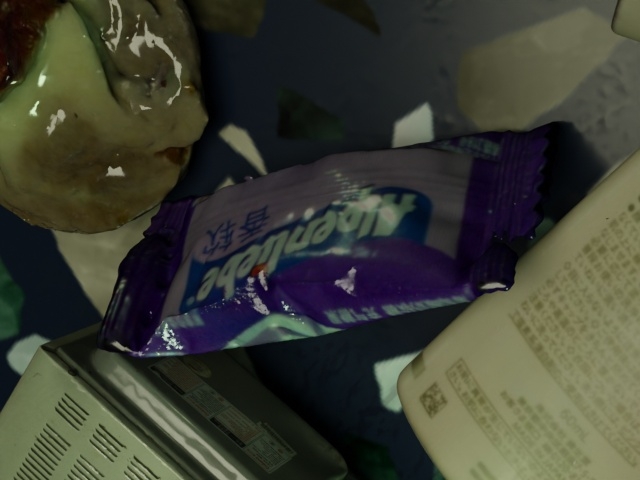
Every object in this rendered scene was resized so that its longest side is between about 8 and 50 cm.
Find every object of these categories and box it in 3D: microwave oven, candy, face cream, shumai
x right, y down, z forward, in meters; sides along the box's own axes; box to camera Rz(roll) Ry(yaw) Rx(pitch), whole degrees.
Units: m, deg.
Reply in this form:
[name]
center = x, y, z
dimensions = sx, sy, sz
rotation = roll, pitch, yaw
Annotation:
[microwave oven]
center = -0.077, 0.175, 0.927
dimensions = 0.240, 0.145, 0.194
rotation = 40, 111, 15
[candy]
center = 0.000, 0.000, 0.866
dimensions = 0.275, 0.145, 0.070
rotation = -10, 127, 26
[face cream]
center = 0.204, 0.030, 0.795
dimensions = 0.173, 0.081, 0.348
rotation = 49, 116, 11
[shumai]
center = -0.170, -0.099, 0.938
dimensions = 0.201, 0.120, 0.201
rotation = 3, 98, 24

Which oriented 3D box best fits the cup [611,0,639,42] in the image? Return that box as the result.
[cup]
center = 0.254, -0.140, 0.649
dimensions = 0.200, 0.253, 0.191
rotation = 24, 102, 8
